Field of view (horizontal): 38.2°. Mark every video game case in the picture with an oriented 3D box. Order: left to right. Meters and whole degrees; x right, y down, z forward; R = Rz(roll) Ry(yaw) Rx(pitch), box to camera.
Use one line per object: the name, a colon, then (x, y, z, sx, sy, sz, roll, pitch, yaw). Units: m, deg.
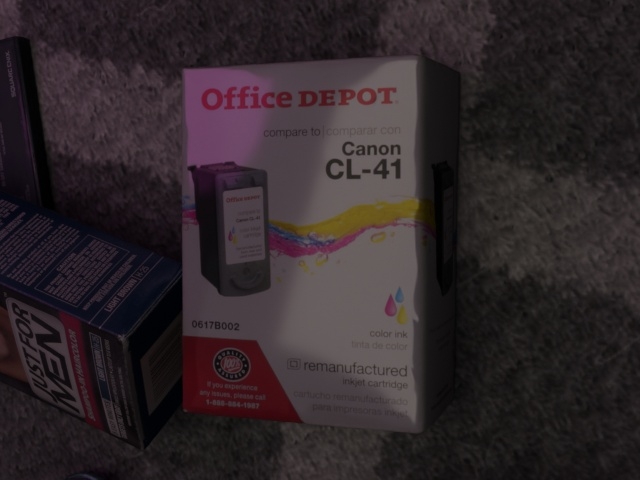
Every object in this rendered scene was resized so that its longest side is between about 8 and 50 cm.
video game case: (-0.426, -0.100, 1.019, 0.274, 0.026, 0.196, -8, 91, 19)

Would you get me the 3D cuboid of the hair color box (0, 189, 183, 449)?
hair color box: (-0.295, 0.054, 0.897, 0.347, 0.105, 0.174, 21, 137, 18)

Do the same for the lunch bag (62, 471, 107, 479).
lunch bag: (-0.234, 0.388, 0.935, 0.279, 0.108, 0.224, 40, 108, 14)

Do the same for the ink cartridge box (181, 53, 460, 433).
ink cartridge box: (0.000, 0.000, 0.814, 0.226, 0.131, 0.306, 1, 95, 20)
